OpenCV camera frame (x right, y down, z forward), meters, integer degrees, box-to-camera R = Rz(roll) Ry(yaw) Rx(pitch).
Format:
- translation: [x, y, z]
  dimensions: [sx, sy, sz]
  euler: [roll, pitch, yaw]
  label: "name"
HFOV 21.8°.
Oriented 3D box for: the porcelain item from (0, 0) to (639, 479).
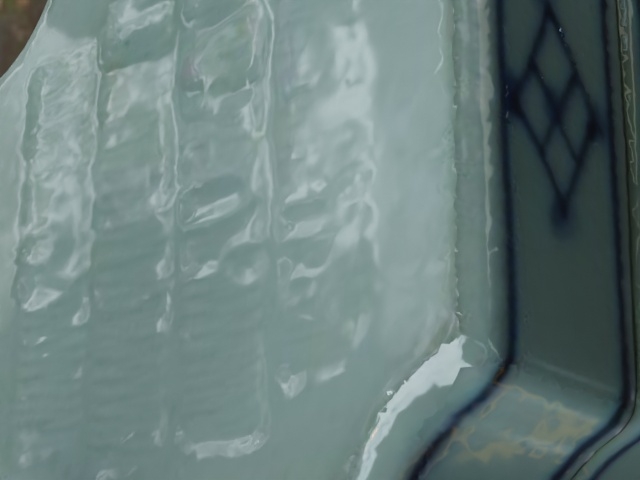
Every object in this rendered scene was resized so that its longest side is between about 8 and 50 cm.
- translation: [0.000, 0.000, 0.647]
  dimensions: [0.281, 0.157, 0.286]
  euler: [-20, 62, 41]
  label: "porcelain item"
